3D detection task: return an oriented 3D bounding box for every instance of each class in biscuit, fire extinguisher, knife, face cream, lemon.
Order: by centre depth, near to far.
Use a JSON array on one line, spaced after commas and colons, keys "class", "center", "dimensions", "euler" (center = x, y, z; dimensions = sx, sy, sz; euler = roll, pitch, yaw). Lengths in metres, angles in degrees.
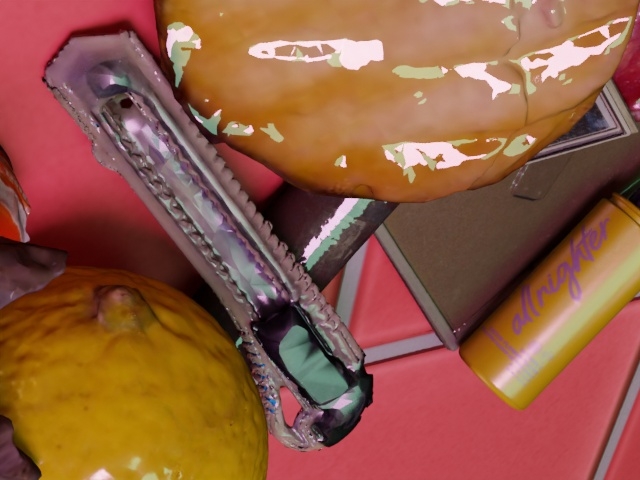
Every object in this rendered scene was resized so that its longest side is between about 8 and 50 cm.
[{"class": "biscuit", "center": [0.046, -0.156, 0.797], "dimensions": [0.296, 0.102, 0.296], "euler": [-2, 130, -2]}, {"class": "lemon", "center": [-0.157, 0.147, 0.843], "dimensions": [0.267, 0.267, 0.267], "euler": [-20, 134, -22]}, {"class": "knife", "center": [-0.063, 0.014, 0.879], "dimensions": [0.089, 0.043, 0.365], "euler": [-33, 120, -1]}, {"class": "fire extinguisher", "center": [0.000, 0.000, 0.952], "dimensions": [0.267, 0.089, 0.072], "euler": [-49, 169, 9]}, {"class": "face cream", "center": [0.237, 0.023, 1.122], "dimensions": [0.273, 0.078, 0.078], "euler": [-47, 138, 6]}]

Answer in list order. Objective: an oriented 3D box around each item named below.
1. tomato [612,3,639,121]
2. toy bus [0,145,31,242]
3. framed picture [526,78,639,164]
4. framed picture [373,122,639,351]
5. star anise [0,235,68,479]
[{"class": "tomato", "center": [0.199, -0.178, 0.922], "dimensions": [0.189, 0.099, 0.173], "euler": [28, 134, -24]}, {"class": "toy bus", "center": [-0.253, 0.007, 0.780], "dimensions": [0.174, 0.077, 0.079], "euler": [-32, 137, -9]}, {"class": "framed picture", "center": [0.123, -0.114, 0.923], "dimensions": [0.142, 0.011, 0.183], "euler": [-16, 135, 27]}, {"class": "framed picture", "center": [0.190, -0.069, 1.084], "dimensions": [0.324, 0.020, 0.240], "euler": [-40, 138, -3]}, {"class": "star anise", "center": [-0.288, 0.049, 0.669], "dimensions": [0.332, 0.117, 0.331], "euler": [-1, 98, -7]}]
